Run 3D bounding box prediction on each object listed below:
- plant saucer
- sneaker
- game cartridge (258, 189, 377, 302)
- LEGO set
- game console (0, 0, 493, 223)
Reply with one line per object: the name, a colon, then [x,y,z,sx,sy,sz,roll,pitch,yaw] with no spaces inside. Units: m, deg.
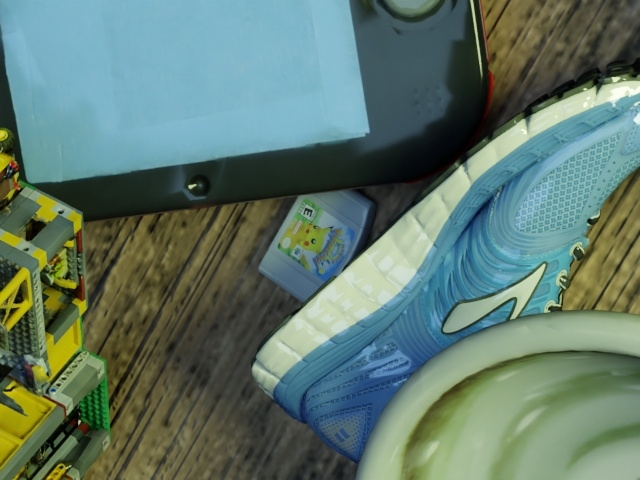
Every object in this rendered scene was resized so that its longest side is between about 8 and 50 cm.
plant saucer: [0.204,0.211,1.089,0.400,0.100,0.400,18,121,32]
sneaker: [0.116,0.020,1.176,0.147,0.130,0.330,47,111,3]
game cartridge: [0.000,0.000,1.272,0.056,0.017,0.083,33,103,17]
LEGO set: [-0.273,0.084,1.232,0.255,0.192,0.331,31,143,11]
game console: [-0.097,-0.189,1.217,0.386,0.060,0.342,-7,103,12]
